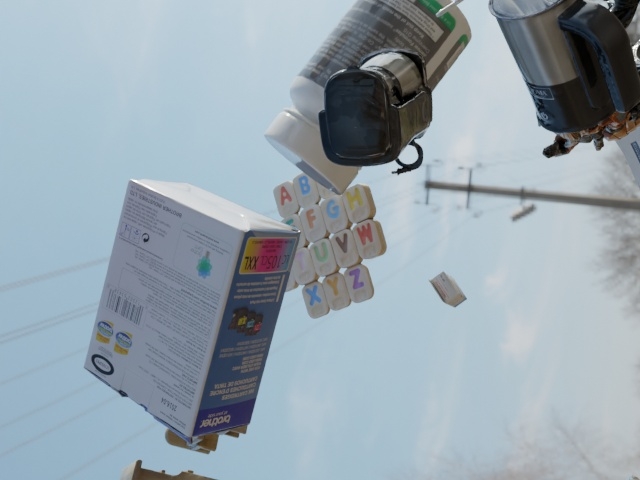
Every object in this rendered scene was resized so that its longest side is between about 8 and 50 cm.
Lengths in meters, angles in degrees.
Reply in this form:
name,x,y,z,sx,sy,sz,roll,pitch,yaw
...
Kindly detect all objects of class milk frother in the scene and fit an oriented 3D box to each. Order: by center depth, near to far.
name,x,y,z,sx,sy,sz,roll,pitch,yaw
milk frother,0.245,-0.190,0.825,0.143,0.129,0.135,-53,-50,-22

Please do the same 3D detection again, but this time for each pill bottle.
name,x,y,z,sx,sy,sz,roll,pitch,yaw
pill bottle,0.077,-0.271,1.596,0.361,0.204,0.204,-52,-30,-3

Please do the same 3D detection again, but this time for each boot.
name,x,y,z,sx,sy,sz,roll,pitch,yaw
boot,0.481,-0.156,1.350,0.086,0.069,0.190,-20,-90,-30

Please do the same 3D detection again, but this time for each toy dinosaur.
name,x,y,z,sx,sy,sz,roll,pitch,yaw
toy dinosaur,0.331,-0.190,1.050,0.218,0.164,0.322,-58,1,25

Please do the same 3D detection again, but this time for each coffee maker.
name,x,y,z,sx,sy,sz,roll,pitch,yaw
coffee maker,0.082,-0.153,1.196,0.171,0.120,0.178,61,-152,-9

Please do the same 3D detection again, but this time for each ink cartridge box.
name,x,y,z,sx,sy,sz,roll,pitch,yaw
ink cartridge box,-0.216,0.128,1.467,0.151,0.270,0.395,4,-74,-53
ink cartridge box,0.210,0.080,1.531,0.048,0.028,0.083,58,-167,20

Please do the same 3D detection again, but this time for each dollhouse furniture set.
name,x,y,z,sx,sy,sz,roll,pitch,yaw
dollhouse furniture set,-0.238,0.332,1.624,0.212,0.161,0.242,139,145,-58

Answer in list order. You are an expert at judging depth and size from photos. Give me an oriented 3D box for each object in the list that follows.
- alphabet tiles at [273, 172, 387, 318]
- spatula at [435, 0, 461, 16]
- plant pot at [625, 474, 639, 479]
name,x,y,z,sx,sy,sz,roll,pitch,yaw
alphabet tiles,0.000,0.000,1.780,0.021,0.284,0.278,-4,-104,-49
spatula,0.282,-0.400,1.349,0.242,0.168,0.019,-36,-83,-9
plant pot,0.474,0.485,1.088,0.334,0.305,0.334,15,-90,-74
